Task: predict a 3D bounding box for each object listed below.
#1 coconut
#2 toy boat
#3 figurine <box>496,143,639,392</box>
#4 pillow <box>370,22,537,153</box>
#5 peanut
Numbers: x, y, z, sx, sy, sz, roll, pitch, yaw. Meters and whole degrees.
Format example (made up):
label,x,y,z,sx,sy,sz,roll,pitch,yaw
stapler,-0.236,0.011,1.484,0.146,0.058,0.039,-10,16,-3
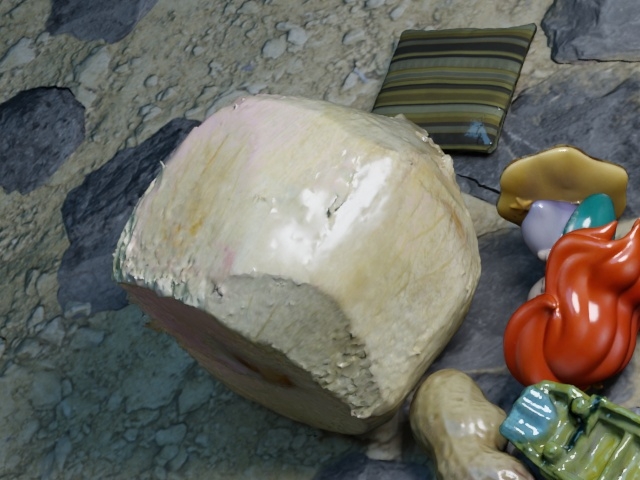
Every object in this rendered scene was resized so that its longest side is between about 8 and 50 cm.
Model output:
label,x,y,z,sx,sy,sz,roll,pitch,yaw
coconut,0.000,0.000,1.964,0.404,0.404,0.405,-20,45,21
toy boat,0.315,0.238,1.748,0.276,0.084,0.111,25,70,40
figurine,0.290,0.032,1.879,0.208,0.181,0.257,-12,51,9
pillow,0.168,-0.202,2.266,0.208,0.052,0.212,2,57,34
peanut,0.165,0.230,1.861,0.104,0.086,0.228,-25,44,0
